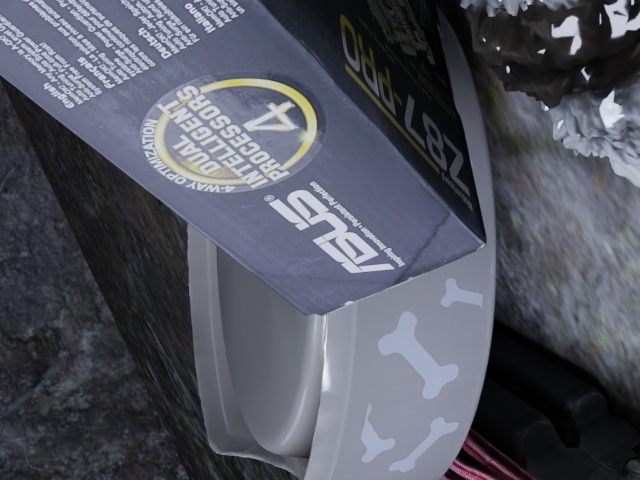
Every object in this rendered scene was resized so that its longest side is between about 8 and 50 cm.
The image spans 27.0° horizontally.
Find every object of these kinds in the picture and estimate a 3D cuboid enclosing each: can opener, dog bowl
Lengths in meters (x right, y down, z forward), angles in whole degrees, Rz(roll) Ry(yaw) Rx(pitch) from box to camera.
[{"bbox_3d":[0.143,0.134,0.820,0.283,0.076,0.095,32,142,59],"label":"can opener"},{"bbox_3d":[0.000,0.000,0.797,0.349,0.102,0.348,180,90,-73],"label":"dog bowl"}]

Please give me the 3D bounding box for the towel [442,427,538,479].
[{"bbox_3d":[0.189,0.255,0.797,0.329,0.037,0.237,55,170,-32],"label":"towel"}]

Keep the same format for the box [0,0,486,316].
[{"bbox_3d":[-0.081,-0.193,0.487,0.395,0.097,0.318,41,-149,-48],"label":"box"}]

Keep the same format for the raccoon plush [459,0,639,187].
[{"bbox_3d":[0.134,-0.191,0.344,0.446,0.216,0.299,39,162,-34],"label":"raccoon plush"}]
